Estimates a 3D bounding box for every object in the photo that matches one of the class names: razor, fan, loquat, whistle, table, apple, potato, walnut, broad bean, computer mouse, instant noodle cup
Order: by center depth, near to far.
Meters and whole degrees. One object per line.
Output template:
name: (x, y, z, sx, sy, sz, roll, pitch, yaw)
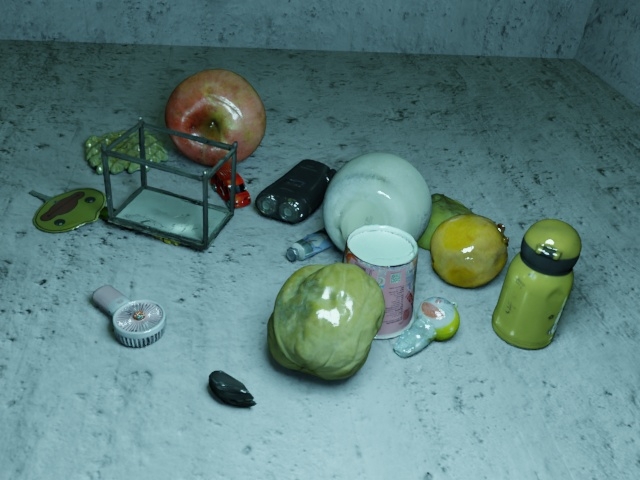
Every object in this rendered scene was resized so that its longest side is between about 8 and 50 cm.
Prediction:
computer mouse: (-0.207, 0.345, 1.415, 0.135, 0.079, 0.047, 20, 52, 24)
walnut: (0.012, 0.191, 1.486, 0.253, 0.282, 0.277, 22, 57, 5)
fan: (-0.499, 0.184, 1.600, 0.244, 0.074, 0.130, 28, 41, 29)
whistle: (0.280, 0.222, 1.629, 0.223, 0.123, 0.123, -34, 49, -23)
instant noodle cup: (0.150, 0.102, 1.672, 0.243, 0.231, 0.243, 3, 34, -2)
loquat: (0.438, 0.029, 1.847, 0.238, 0.193, 0.238, -12, 48, 13)
table: (-0.449, -0.178, 1.878, 0.335, 0.272, 0.222, 16, 36, 10)
broad bean: (-0.660, -0.081, 1.981, 0.297, 0.043, 0.060, 20, 28, 21)
fan: (-0.832, -0.112, 1.998, 0.335, 0.011, 0.229, 19, 48, 28)
potato: (0.452, -0.047, 2.034, 0.255, 0.112, 0.269, 27, 42, 26)
razor: (-0.075, -0.168, 2.128, 0.189, 0.107, 0.327, 19, 36, 19)
apple: (-0.379, -0.455, 2.293, 0.364, 0.364, 0.364, 4, 35, -3)

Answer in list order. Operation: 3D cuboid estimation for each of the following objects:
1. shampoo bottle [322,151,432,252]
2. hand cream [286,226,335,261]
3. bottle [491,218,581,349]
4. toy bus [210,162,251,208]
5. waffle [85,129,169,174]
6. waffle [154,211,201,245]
shampoo bottle: (0.166, -0.100, 1.871, 0.322, 0.322, 0.317, 19, 26, 19)
hand cream: (0.000, 0.000, 1.953, 0.091, 0.058, 0.271, 36, 40, 28)
bottle: (0.571, 0.105, 1.619, 0.171, 0.351, 0.171, 5, 35, -3)
toy bus: (-0.308, -0.187, 2.140, 0.081, 0.089, 0.195, -16, 41, -27)
waffle: (-0.725, -0.337, 2.325, 0.292, 0.056, 0.309, -12, 38, -23)
waffle: (-0.441, -0.046, 1.966, 0.191, 0.038, 0.191, 3, 35, -2)
